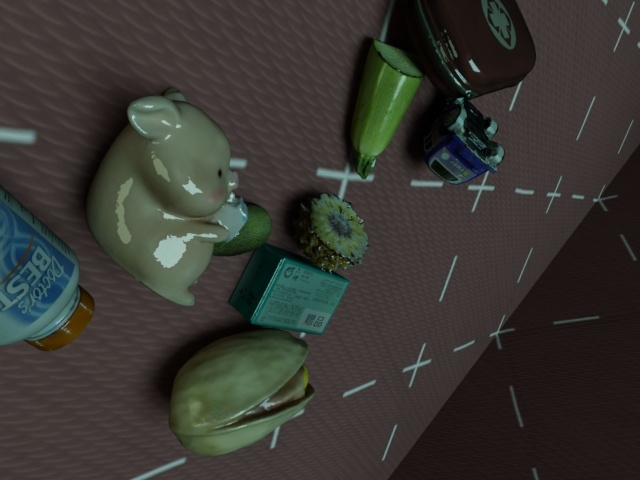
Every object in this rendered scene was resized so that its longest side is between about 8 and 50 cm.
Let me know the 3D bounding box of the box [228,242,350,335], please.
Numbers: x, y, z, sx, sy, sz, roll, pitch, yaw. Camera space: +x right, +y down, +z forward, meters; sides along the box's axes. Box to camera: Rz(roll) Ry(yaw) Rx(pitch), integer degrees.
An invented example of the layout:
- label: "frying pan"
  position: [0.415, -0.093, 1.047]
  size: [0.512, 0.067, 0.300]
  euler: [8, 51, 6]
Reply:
- label: "box"
  position: [-0.061, 0.112, 1.024]
  size: [0.245, 0.092, 0.153]
  euler: [25, 94, -49]

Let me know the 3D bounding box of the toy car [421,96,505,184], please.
- label: "toy car"
  position: [0.343, -0.260, 1.169]
  size: [0.172, 0.158, 0.235]
  euler: [34, 45, -25]

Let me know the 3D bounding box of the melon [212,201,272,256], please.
- label: "melon"
  position: [-0.159, -0.020, 0.836]
  size: [0.162, 0.099, 0.099]
  euler: [-15, 122, -46]

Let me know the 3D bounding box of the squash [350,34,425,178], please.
- label: "squash"
  position: [0.121, -0.266, 0.971]
  size: [0.137, 0.137, 0.288]
  euler: [3, 113, -47]

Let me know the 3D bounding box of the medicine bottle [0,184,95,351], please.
- label: "medicine bottle"
  position: [-0.408, 0.024, 0.558]
  size: [0.157, 0.157, 0.289]
  euler: [-45, 137, -18]

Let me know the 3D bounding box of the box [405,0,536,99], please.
- label: "box"
  position: [0.342, -0.447, 1.011]
  size: [0.404, 0.108, 0.263]
  euler: [-29, 95, -42]

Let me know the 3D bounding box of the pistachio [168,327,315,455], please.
- label: "pistachio"
  position: [-0.156, 0.302, 0.932]
  size: [0.308, 0.230, 0.230]
  euler: [-12, 121, -33]

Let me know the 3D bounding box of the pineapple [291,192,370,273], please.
- label: "pineapple"
  position: [0.003, -0.001, 0.993]
  size: [0.137, 0.176, 0.161]
  euler: [-41, -174, 41]

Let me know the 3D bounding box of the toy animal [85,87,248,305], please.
- label: "toy animal"
  position: [-0.212, -0.062, 0.670]
  size: [0.213, 0.195, 0.256]
  euler: [32, 100, -18]
